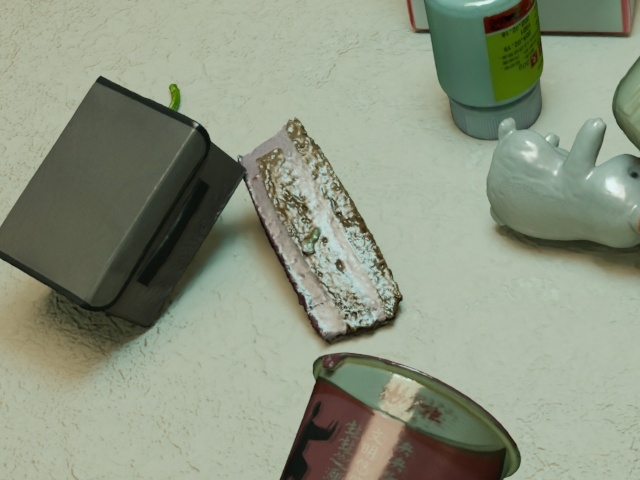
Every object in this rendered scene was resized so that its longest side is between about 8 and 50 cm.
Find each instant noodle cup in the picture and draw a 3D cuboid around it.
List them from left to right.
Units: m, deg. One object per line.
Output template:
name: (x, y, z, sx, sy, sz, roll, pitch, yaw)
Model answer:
instant noodle cup: (0.060, 0.246, 1.550, 0.234, 0.235, 0.178, 16, 63, 28)

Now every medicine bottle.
medicine bottle: (0.210, -0.250, 1.965, 0.139, 0.225, 0.139, -7, 45, 8)

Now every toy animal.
toy animal: (0.332, -0.058, 1.807, 0.282, 0.140, 0.138, 12, 82, 34)

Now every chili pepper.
chili pepper: (-0.212, -0.191, 2.170, 0.030, 0.017, 0.083, -2, 44, 15)

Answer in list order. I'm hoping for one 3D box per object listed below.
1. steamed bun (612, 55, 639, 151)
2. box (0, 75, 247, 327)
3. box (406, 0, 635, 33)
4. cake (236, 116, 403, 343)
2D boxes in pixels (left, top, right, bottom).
steamed bun: (0.528, -0.097, 1.722, 0.383, 0.236, 0.247, 38, 94, 30)
box: (-0.242, -0.040, 1.883, 0.188, 0.153, 0.252, 27, 85, 31)
box: (0.284, -0.493, 2.125, 0.314, 0.300, 0.312, 4, 48, 19)
cake: (0.000, 0.000, 1.898, 0.116, 0.113, 0.295, -26, 58, -2)
